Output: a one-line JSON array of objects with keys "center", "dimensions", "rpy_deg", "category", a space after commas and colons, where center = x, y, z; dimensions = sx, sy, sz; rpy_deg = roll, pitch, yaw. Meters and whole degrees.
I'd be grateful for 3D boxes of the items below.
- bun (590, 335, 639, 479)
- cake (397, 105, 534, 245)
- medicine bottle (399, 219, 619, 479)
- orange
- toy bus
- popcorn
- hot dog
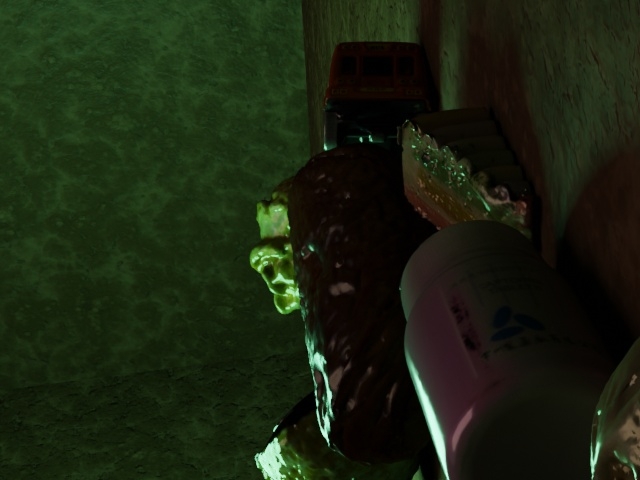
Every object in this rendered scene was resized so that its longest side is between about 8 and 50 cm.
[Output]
[{"center": [0.197, 0.125, 0.705], "dimensions": [0.183, 0.102, 0.183], "rpy_deg": [174, 90, -89], "category": "bun"}, {"center": [0.166, -0.045, 1.270], "dimensions": [0.225, 0.090, 0.109], "rpy_deg": [47, 146, 50], "category": "cake"}, {"center": [0.146, 0.095, 1.025], "dimensions": [0.254, 0.152, 0.152], "rpy_deg": [-102, 7, -60], "category": "medicine bottle"}, {"center": [0.052, 0.344, 2.120], "dimensions": [0.210, 0.271, 0.368], "rpy_deg": [49, 166, 16], "category": "orange"}, {"center": [0.075, -0.104, 1.750], "dimensions": [0.329, 0.143, 0.153], "rpy_deg": [86, -176, -49], "category": "toy bus"}, {"center": [0.000, 0.000, 2.289], "dimensions": [0.212, 0.259, 0.259], "rpy_deg": [-27, 68, 59], "category": "popcorn"}, {"center": [0.063, 0.065, 1.494], "dimensions": [0.267, 0.174, 0.387], "rpy_deg": [93, 170, -49], "category": "hot dog"}]
